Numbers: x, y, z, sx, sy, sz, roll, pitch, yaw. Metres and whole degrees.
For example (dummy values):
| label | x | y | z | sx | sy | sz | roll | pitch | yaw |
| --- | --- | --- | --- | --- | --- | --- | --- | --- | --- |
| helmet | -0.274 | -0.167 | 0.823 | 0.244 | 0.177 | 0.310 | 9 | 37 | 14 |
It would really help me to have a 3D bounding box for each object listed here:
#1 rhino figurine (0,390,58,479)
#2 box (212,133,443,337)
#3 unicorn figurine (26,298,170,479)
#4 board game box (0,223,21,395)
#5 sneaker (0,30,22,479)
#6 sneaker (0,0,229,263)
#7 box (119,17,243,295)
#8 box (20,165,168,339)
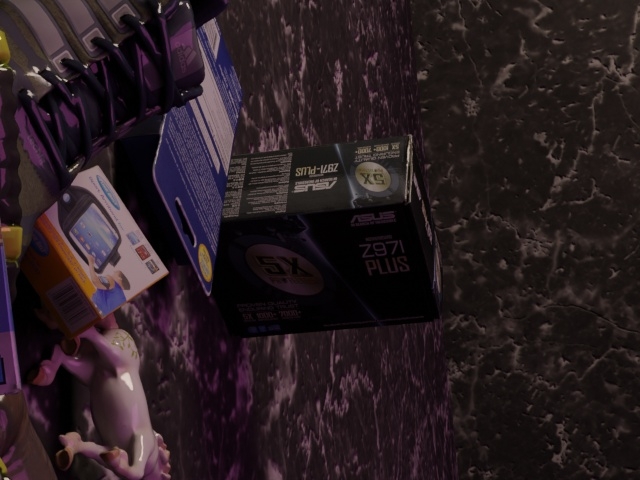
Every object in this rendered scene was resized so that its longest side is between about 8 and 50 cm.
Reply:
| label | x | y | z | sx | sy | sz | roll | pitch | yaw |
| --- | --- | --- | --- | --- | --- | --- | --- | --- | --- |
| rhino figurine | -0.163 | 0.089 | 0.605 | 0.106 | 0.073 | 0.243 | -65 | 146 | -62 |
| box | 0.000 | 0.000 | 1.128 | 0.147 | 0.180 | 0.077 | 72 | 18 | -46 |
| unicorn figurine | -0.122 | 0.108 | 0.810 | 0.111 | 0.060 | 0.161 | 18 | 69 | -72 |
| board game box | -0.182 | -0.013 | 0.336 | 0.035 | 0.201 | 0.136 | 0 | -82 | 61 |
| sneaker | -0.185 | 0.092 | 0.452 | 0.147 | 0.145 | 0.384 | -12 | 102 | -45 |
| sneaker | -0.128 | -0.089 | 0.724 | 0.300 | 0.121 | 0.111 | -79 | 159 | -52 |
| box | -0.102 | -0.081 | 1.037 | 0.136 | 0.037 | 0.225 | 71 | 17 | -45 |
| box | -0.134 | 0.002 | 0.807 | 0.081 | 0.028 | 0.136 | 57 | 17 | -4 |
